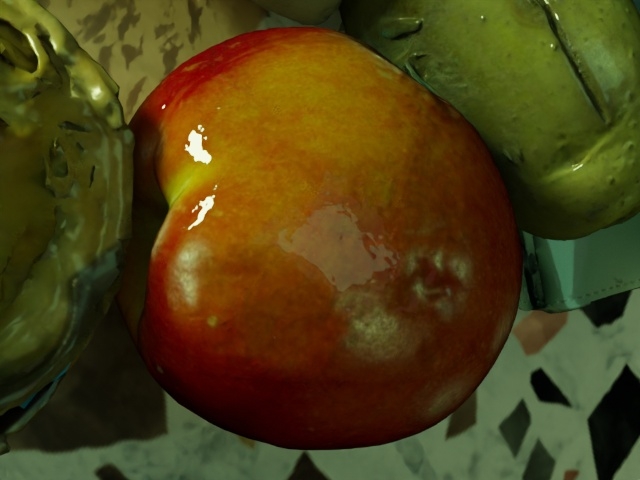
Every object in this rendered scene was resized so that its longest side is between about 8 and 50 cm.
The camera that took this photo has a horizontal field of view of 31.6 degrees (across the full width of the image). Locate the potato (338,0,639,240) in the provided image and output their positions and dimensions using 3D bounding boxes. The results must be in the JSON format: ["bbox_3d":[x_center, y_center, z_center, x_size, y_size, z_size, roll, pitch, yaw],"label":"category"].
[{"bbox_3d":[0.114,-0.111,0.702,0.143,0.169,0.248,-32,78,-21],"label":"potato"}]

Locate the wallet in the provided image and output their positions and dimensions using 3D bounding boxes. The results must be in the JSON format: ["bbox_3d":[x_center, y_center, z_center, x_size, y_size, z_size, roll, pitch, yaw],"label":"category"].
[{"bbox_3d":[0.198,-0.083,0.842,0.176,0.075,0.250,-12,93,-29],"label":"wallet"}]

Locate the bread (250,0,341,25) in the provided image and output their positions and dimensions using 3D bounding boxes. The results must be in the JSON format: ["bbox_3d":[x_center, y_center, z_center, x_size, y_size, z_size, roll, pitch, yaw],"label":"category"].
[{"bbox_3d":[-0.026,-0.212,0.666,0.141,0.148,0.134,23,66,-28],"label":"bread"}]

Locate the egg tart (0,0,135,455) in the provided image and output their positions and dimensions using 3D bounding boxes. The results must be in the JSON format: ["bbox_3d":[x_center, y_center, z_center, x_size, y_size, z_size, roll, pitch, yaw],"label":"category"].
[{"bbox_3d":[-0.223,-0.020,0.516,0.291,0.107,0.290,2,84,-14],"label":"egg tart"}]

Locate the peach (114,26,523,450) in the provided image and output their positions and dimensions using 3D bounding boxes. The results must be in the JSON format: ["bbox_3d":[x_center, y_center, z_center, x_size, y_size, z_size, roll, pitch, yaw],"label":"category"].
[{"bbox_3d":[0.000,0.000,0.633,0.244,0.199,0.243,5,79,-30],"label":"peach"}]
